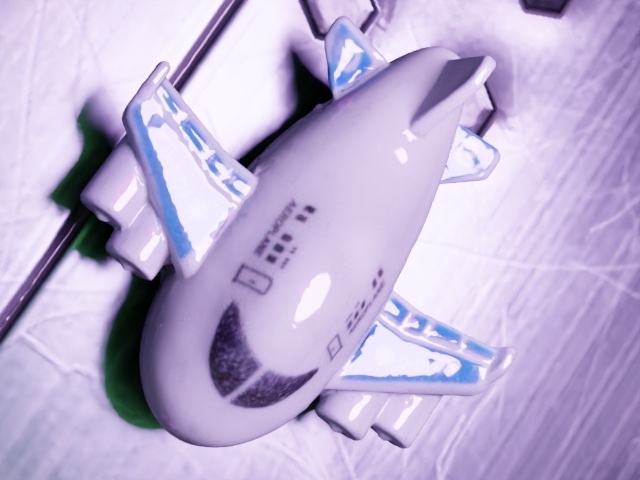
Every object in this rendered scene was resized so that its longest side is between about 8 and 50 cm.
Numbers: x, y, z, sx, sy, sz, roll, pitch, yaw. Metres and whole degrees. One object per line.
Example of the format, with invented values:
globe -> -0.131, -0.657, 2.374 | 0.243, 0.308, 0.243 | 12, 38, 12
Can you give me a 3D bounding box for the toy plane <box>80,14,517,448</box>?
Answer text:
toy plane -> -0.002, 0.000, 0.878 | 0.266, 0.122, 0.267 | -1, 93, -18
